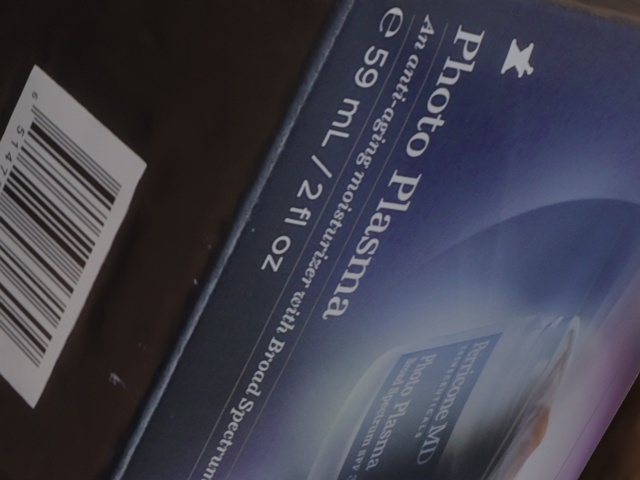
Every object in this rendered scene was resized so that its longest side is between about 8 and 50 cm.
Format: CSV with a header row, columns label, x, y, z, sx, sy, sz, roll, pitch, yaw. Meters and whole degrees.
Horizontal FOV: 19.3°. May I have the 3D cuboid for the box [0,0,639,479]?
label,x,y,z,sx,sy,sz,roll,pitch,yaw
box,0.000,0.000,0.762,0.294,0.182,0.296,4,119,-49
